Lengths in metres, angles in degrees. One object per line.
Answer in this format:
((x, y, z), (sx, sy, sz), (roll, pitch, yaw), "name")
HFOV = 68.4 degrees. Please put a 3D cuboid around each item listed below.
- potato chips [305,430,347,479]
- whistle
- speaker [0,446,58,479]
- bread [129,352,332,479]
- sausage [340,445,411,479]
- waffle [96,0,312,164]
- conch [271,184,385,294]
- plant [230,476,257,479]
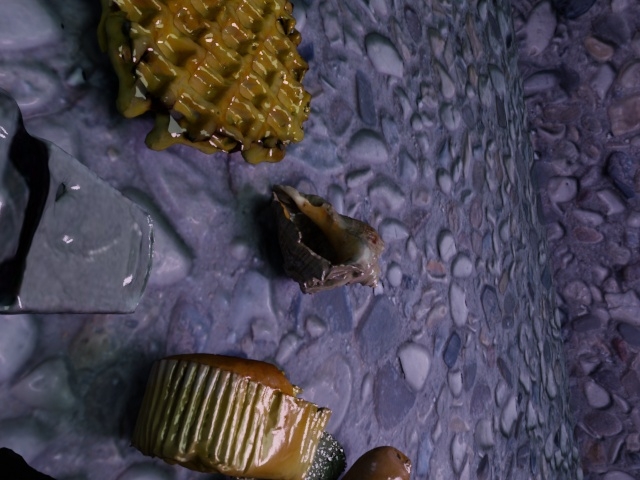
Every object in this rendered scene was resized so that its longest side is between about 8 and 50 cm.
((-0.031, 0.388, 0.755), (0.228, 0.059, 0.167), (33, 68, -59), "potato chips")
((-0.294, -0.022, 0.405), (0.404, 0.188, 0.168), (18, 71, -48), "whistle")
((-0.317, 0.330, 0.341), (0.388, 0.180, 0.184), (-27, 110, -49), "speaker")
((-0.108, 0.224, 0.599), (0.250, 0.179, 0.133), (36, 54, -41), "bread")
((0.009, 0.555, 0.720), (0.501, 0.136, 0.123), (-63, 147, -30), "sausage")
((-0.152, -0.300, 0.691), (0.379, 0.095, 0.382), (-8, 88, -51), "waffle")
((0.000, 0.000, 0.781), (0.163, 0.178, 0.245), (-43, 91, 0), "conch")
((-0.140, 0.372, 0.636), (0.122, 0.104, 0.116), (25, 26, -16), "plant")
